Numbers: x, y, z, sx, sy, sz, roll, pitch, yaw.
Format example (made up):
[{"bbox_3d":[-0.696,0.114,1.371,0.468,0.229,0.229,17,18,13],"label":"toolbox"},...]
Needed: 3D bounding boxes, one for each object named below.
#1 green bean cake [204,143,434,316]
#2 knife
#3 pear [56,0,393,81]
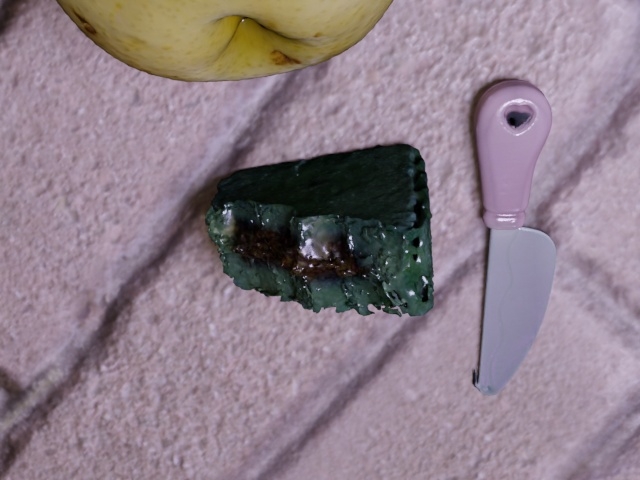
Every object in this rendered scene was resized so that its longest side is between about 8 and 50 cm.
[{"bbox_3d":[0.000,0.000,0.942,0.208,0.193,0.107,-5,117,8],"label":"green bean cake"},{"bbox_3d":[0.188,0.006,1.019,0.081,0.043,0.336,-4,118,-1],"label":"knife"},{"bbox_3d":[-0.075,-0.269,0.785,0.309,0.309,0.309,2,112,4],"label":"pear"}]
